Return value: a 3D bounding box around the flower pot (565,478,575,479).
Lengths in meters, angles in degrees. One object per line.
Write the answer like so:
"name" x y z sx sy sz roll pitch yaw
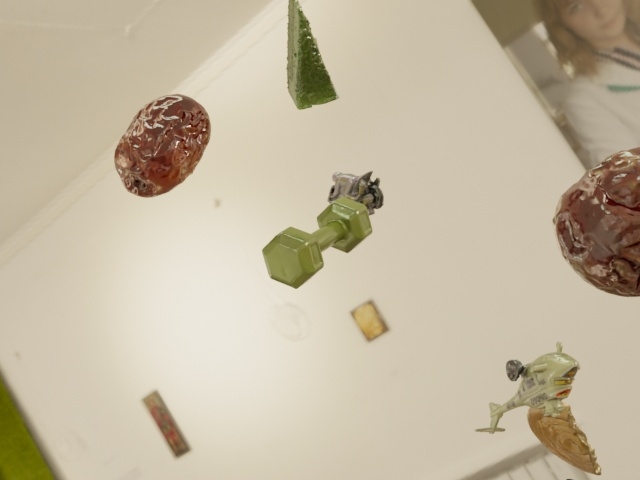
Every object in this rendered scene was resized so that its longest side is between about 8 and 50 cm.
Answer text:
"flower pot" 0.471 0.551 1.344 0.379 0.251 0.379 -34 -40 -35

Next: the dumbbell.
"dumbbell" 0.000 0.000 1.679 0.108 0.121 0.302 -8 14 32

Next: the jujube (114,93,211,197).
"jujube" -0.339 -0.205 1.750 0.174 0.174 0.250 -38 26 53

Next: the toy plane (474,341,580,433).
"toy plane" 0.350 0.261 1.365 0.092 0.108 0.286 1 -26 -21

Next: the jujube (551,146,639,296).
"jujube" 0.610 -0.038 1.482 0.376 0.277 0.276 -7 -10 -13

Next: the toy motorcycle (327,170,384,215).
"toy motorcycle" 0.082 -0.124 2.173 0.073 0.152 0.225 -17 -10 -37

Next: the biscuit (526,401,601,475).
"biscuit" 0.490 0.399 1.664 0.144 0.224 0.033 12 52 47

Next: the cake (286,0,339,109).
"cake" -0.048 -0.395 1.708 0.099 0.100 0.235 -24 -49 1
